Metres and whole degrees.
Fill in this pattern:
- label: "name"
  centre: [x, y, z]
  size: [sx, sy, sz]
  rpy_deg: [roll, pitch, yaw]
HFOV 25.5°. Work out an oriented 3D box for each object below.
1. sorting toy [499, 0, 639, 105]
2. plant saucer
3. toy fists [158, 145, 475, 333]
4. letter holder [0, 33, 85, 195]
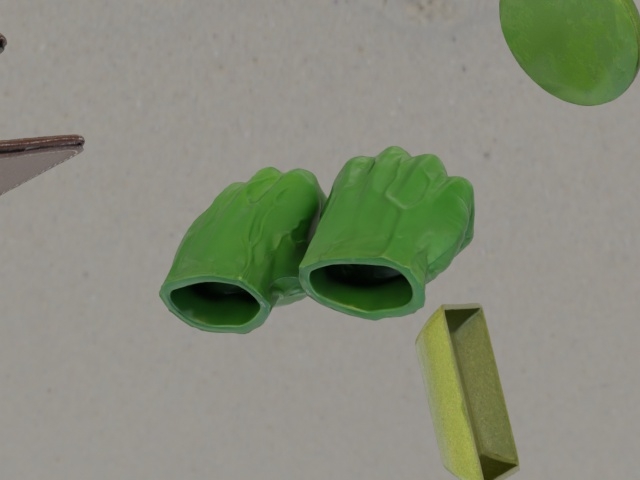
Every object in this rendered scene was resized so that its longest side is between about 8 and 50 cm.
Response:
- label: "sorting toy"
  centre: [0.243, -0.175, 1.093]
  size: [0.365, 0.126, 0.127]
  rpy_deg: [36, 145, 25]
- label: "plant saucer"
  centre: [0.149, 0.162, 1.474]
  size: [0.045, 0.188, 0.188]
  rpy_deg: [-15, 173, 18]
- label: "toy fists"
  centre: [0.000, 0.000, 1.171]
  size: [0.279, 0.142, 0.096]
  rpy_deg: [-9, 133, 37]
- label: "letter holder"
  centre: [-0.326, -0.063, 0.863]
  size: [0.302, 0.152, 0.214]
  rpy_deg: [-23, 175, 26]
